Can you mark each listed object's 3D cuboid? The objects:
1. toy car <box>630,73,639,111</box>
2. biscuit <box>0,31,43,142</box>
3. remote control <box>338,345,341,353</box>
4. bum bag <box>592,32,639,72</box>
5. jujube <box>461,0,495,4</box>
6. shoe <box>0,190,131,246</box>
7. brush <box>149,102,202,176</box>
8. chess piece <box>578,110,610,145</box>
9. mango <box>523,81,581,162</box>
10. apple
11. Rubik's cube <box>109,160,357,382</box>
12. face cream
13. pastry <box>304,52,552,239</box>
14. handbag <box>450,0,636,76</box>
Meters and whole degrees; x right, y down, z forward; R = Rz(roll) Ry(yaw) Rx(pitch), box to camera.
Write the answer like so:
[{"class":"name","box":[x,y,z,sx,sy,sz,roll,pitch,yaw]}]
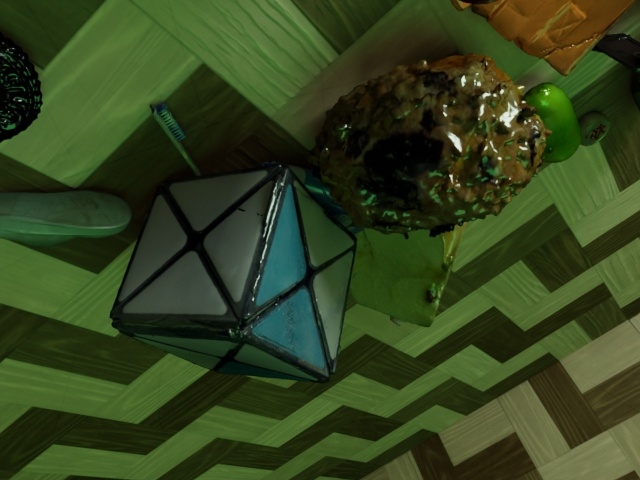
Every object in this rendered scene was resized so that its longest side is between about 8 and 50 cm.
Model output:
[{"class":"toy car","box":[0.779,-0.313,1.177,0.204,0.248,0.198,-26,179,-2]},{"class":"biscuit","box":[-0.495,-0.217,0.764,0.194,0.053,0.195,-14,139,-12]},{"class":"remote control","box":[-0.053,0.292,1.559,0.140,0.056,0.296,-32,142,13]},{"class":"bum bag","box":[0.596,-0.362,1.059,0.109,0.159,0.026,-8,134,-16]},{"class":"jujube","box":[0.198,-0.402,0.643,0.174,0.174,0.250,-25,159,2]},{"class":"shoe","box":[-0.465,-0.029,0.958,0.251,0.103,0.100,3,134,-21]},{"class":"brush","box":[-0.243,-0.171,0.959,0.030,0.033,0.178,-36,142,-7]},{"class":"chess piece","box":[0.639,-0.263,1.288,0.083,0.038,0.084,-15,140,-13]},{"class":"mango","box":[0.481,-0.249,1.169,0.125,0.111,0.233,-41,137,14]},{"class":"apple","box":[0.223,0.026,1.248,0.314,0.252,0.309,-10,127,-18]},{"class":"Rubik's cube","box":[-0.137,0.076,0.997,0.310,0.305,0.307,-5,149,29]},{"class":"face cream","box":[-0.016,-0.089,1.107,0.264,0.083,0.149,18,150,-32]},{"class":"pastry","box":[0.193,-0.158,0.929,0.405,0.337,0.293,-20,106,-9]},{"class":"handbag","box":[0.370,-0.468,0.869,0.410,0.116,0.303,15,130,-37]}]
